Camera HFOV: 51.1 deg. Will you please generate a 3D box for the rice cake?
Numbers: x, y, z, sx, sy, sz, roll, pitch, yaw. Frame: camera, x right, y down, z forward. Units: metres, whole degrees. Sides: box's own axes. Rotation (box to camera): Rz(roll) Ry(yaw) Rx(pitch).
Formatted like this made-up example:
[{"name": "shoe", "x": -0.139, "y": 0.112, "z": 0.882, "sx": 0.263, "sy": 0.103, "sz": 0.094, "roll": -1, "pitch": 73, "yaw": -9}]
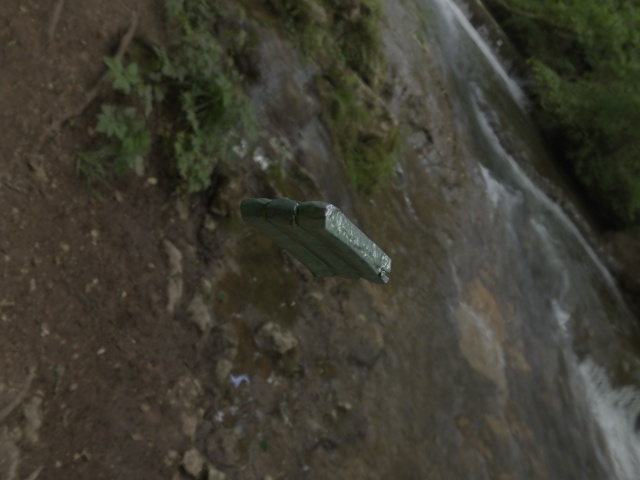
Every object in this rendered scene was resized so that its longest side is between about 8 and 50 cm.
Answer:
[{"name": "rice cake", "x": 0.000, "y": 0.000, "z": 0.811, "sx": 0.211, "sy": 0.124, "sz": 0.038, "roll": 46, "pitch": 53, "yaw": -61}]
